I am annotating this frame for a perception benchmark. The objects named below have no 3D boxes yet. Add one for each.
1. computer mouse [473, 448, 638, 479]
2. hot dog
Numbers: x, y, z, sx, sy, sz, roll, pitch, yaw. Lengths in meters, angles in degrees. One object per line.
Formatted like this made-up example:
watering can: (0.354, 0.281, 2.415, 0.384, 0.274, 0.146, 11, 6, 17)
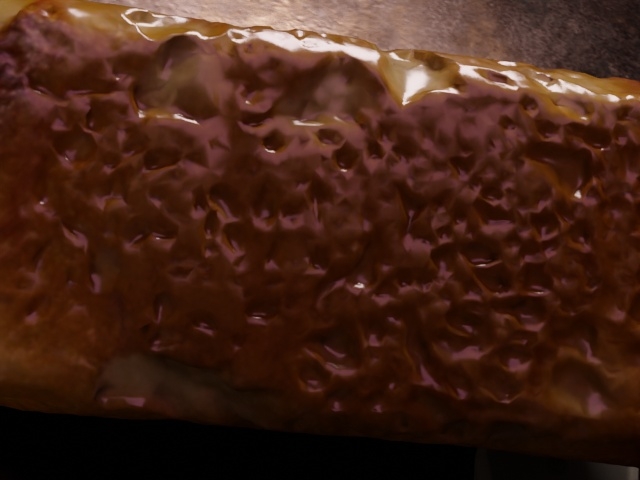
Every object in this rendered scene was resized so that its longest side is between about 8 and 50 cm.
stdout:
computer mouse: (0.126, 0.173, 0.505, 0.089, 0.056, 0.182, -1, 44, 7)
hot dog: (0.000, 0.002, 0.500, 0.405, 0.223, 0.185, 7, 87, -6)
